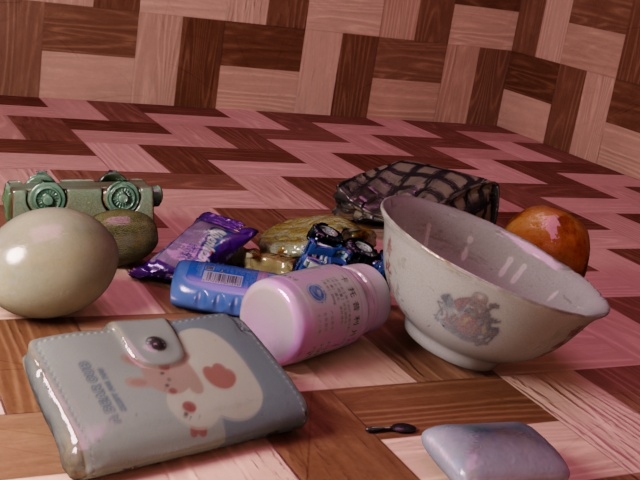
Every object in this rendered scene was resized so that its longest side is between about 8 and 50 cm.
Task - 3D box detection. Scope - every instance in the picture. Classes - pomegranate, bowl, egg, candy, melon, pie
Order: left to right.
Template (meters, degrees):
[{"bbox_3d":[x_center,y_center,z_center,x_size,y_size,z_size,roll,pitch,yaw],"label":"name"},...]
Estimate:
[{"bbox_3d":[-0.454,0.037,1.711,0.186,0.186,0.253,21,20,36],"label":"egg"},{"bbox_3d":[-0.405,-0.006,2.008,0.167,0.114,0.114,-10,23,-23],"label":"melon"},{"bbox_3d":[-0.249,0.022,2.030,0.145,0.070,0.275,19,36,21],"label":"candy"},{"bbox_3d":[-0.008,-0.001,2.221,0.257,0.105,0.274,3,15,10],"label":"pie"},{"bbox_3d":[0.269,0.103,1.783,0.435,0.196,0.435,21,17,-7],"label":"bowl"},{"bbox_3d":[0.242,0.296,1.402,0.174,0.071,0.138,2,18,-22],"label":"candy"},{"bbox_3d":[0.468,0.029,2.166,0.215,0.215,0.215,8,17,-2],"label":"pomegranate"}]

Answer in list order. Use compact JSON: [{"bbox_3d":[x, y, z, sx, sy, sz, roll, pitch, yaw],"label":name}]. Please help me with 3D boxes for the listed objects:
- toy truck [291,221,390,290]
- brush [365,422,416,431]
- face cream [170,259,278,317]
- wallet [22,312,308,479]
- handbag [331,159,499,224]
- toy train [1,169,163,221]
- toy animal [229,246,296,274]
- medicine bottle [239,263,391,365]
[{"bbox_3d":[0.057,0.060,1.968,0.208,0.113,0.126,19,22,-13],"label":"toy truck"},{"bbox_3d":[0.105,0.279,1.501,0.083,0.008,0.024,2,21,-22],"label":"brush"},{"bbox_3d":[-0.138,0.095,1.858,0.264,0.083,0.149,9,20,0],"label":"face cream"},{"bbox_3d":[-0.221,0.204,1.409,0.360,0.083,0.252,-4,40,-38],"label":"wallet"},{"bbox_3d":[0.235,-0.092,2.566,0.325,0.162,0.327,17,26,37],"label":"handbag"},{"bbox_3d":[-0.487,-0.062,2.087,0.326,0.159,0.129,-3,17,-23],"label":"toy train"},{"bbox_3d":[-0.106,0.049,2.079,0.241,0.056,0.099,13,17,18],"label":"toy animal"},{"bbox_3d":[-0.003,0.119,1.730,0.152,0.152,0.254,22,22,38],"label":"medicine bottle"}]
